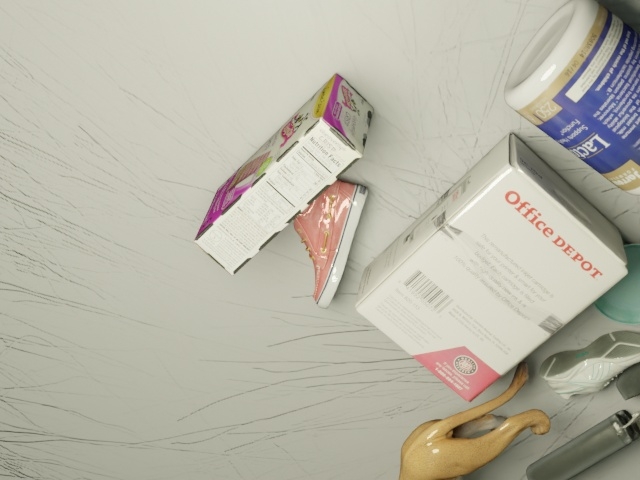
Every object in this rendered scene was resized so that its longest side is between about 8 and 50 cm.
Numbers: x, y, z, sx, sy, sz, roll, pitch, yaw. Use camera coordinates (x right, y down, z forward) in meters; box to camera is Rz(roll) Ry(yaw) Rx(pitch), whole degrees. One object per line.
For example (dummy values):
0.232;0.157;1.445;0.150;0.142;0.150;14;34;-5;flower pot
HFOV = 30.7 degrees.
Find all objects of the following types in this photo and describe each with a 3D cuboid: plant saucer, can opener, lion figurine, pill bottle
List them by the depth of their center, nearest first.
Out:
0.357;-0.147;1.342;0.264;0.153;0.153;35;116;-9;pill bottle
0.406;0.053;1.509;0.119;0.021;0.119;4;117;7;plant saucer
0.153;0.346;1.582;0.240;0.142;0.392;-3;113;-24;lion figurine
0.396;0.247;1.591;0.280;0.074;0.093;-43;69;23;can opener

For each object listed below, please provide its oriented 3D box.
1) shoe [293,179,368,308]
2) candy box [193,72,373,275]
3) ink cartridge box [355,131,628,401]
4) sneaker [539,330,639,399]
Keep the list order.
0.000;0.000;1.523;0.081;0.063;0.178;17;112;1;shoe
-0.044;-0.082;1.431;0.071;0.159;0.233;42;114;-14;candy box
0.215;0.037;1.475;0.207;0.117;0.283;40;116;-12;ink cartridge box
0.374;0.167;1.559;0.152;0.054;0.061;-22;121;24;sneaker
